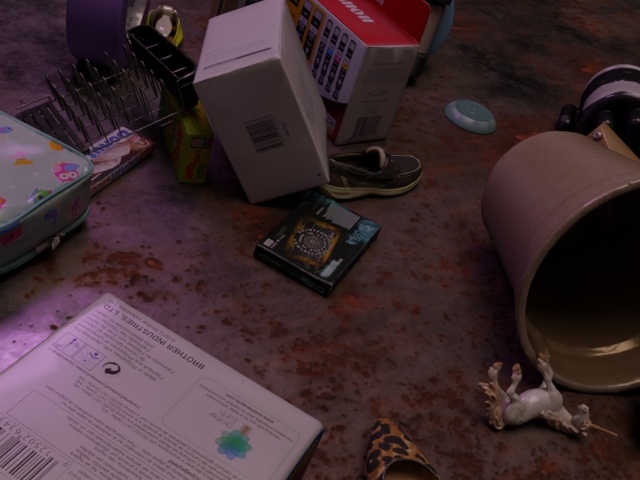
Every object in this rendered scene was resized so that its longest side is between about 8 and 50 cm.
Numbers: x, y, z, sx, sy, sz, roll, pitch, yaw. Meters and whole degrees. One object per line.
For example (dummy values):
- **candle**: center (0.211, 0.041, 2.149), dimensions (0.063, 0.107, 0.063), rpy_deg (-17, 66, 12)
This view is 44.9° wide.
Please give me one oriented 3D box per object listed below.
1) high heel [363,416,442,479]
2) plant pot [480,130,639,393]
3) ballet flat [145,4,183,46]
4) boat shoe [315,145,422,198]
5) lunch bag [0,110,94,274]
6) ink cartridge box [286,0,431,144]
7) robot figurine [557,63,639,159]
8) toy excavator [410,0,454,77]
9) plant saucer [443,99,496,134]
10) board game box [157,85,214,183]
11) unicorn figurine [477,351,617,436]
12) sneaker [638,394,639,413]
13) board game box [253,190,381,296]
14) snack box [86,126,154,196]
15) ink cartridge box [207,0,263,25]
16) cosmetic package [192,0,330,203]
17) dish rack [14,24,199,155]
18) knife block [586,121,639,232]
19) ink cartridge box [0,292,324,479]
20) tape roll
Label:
- **high heel**: center (0.121, 0.244, 0.772), dimensions (0.093, 0.186, 0.261), rpy_deg (3, 40, -20)
- **plant pot**: center (0.390, -0.005, 1.131), dimensions (0.334, 0.334, 0.305), rpy_deg (8, 27, -14)
- **ballet flat**: center (-0.301, -0.405, 1.487), dimensions (0.077, 0.077, 0.231), rpy_deg (9, 38, -12)
- **boat shoe**: center (0.092, -0.122, 1.310), dimensions (0.223, 0.073, 0.080), rpy_deg (-12, 47, -34)
- **lunch bag**: center (-0.442, -0.079, 0.996), dimensions (0.279, 0.108, 0.224), rpy_deg (29, 36, 11)
- **ink cartridge box**: center (0.032, -0.380, 1.442), dimensions (0.130, 0.272, 0.309), rpy_deg (-11, 46, -34)
- **robot figurine**: center (0.640, -0.264, 1.652), dimensions (0.209, 0.173, 0.278), rpy_deg (31, 38, -2)
- **toy excavator**: center (0.109, -0.577, 1.815), dimensions (0.433, 0.222, 0.445), rpy_deg (23, 24, 5)
- **plant saucer**: center (0.319, -0.265, 1.631), dimensions (0.119, 0.021, 0.119), rpy_deg (13, 37, -10)
- **board game box**: center (-0.217, -0.182, 1.234), dimensions (0.043, 0.092, 0.181), rpy_deg (-1, 41, -25)
- **unicorn figurine**: center (0.281, 0.203, 0.992), dimensions (0.162, 0.111, 0.060), rpy_deg (-10, 1, -3)
- **sneaker**: center (0.555, 0.277, 1.003), dimensions (0.302, 0.108, 0.121), rpy_deg (24, 46, 10)
- **board game box**: center (0.000, 0.000, 1.157), dimensions (0.126, 0.026, 0.186), rpy_deg (29, 38, 12)
- **snack box**: center (-0.326, -0.118, 1.164), dimensions (0.064, 0.022, 0.178), rpy_deg (26, 38, 11)
- **ink cartridge box**: center (-0.095, -0.491, 1.589), dimensions (0.234, 0.193, 0.088), rpy_deg (-1, 44, -24)
- **cosmetic package**: center (-0.084, -0.221, 1.209), dimensions (0.138, 0.224, 0.225), rpy_deg (-14, 37, 12)
- **dish rack**: center (-0.332, -0.216, 1.171), dimensions (0.271, 0.074, 0.208), rpy_deg (-29, 45, -19)
- **knife block**: center (0.571, -0.051, 1.359), dimensions (0.242, 0.088, 0.276), rpy_deg (16, 49, -29)
- **ink cartridge box**: center (-0.214, 0.250, 0.649), dimensions (0.270, 0.151, 0.395), rpy_deg (29, 37, 13)
- **tape roll**: center (-0.357, -0.443, 1.348), dimensions (0.090, 0.275, 0.275), rpy_deg (13, 38, -6)
